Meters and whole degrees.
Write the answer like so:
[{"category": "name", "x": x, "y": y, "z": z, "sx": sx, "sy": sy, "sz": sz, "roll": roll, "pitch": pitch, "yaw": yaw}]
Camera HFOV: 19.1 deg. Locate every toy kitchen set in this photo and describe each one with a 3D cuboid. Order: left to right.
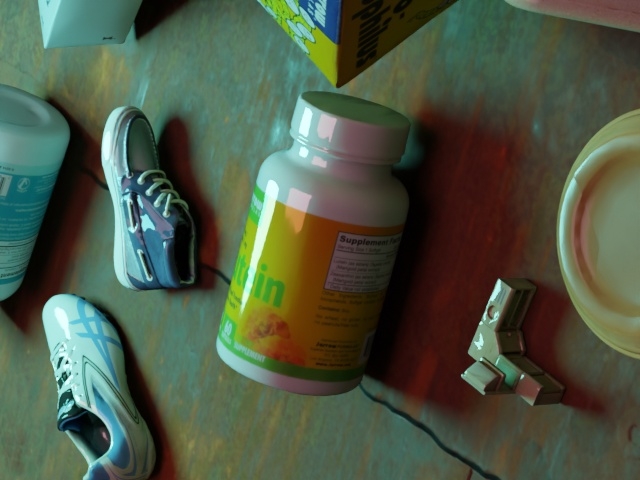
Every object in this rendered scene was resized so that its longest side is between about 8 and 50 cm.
[{"category": "toy kitchen set", "x": 0.157, "y": 0.083, "z": 1.547, "sx": 0.083, "sy": 0.068, "sz": 0.075, "roll": 39, "pitch": 118, "yaw": 41}]

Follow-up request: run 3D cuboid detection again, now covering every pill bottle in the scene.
[{"category": "pill bottle", "x": -0.379, "y": -0.032, "z": 2.096, "sx": 0.146, "sy": 0.146, "sz": 0.264, "roll": 43, "pitch": 120, "yaw": 40}, {"category": "pill bottle", "x": 0.000, "y": 0.000, "z": 1.674, "sx": 0.136, "sy": 0.136, "sz": 0.245, "roll": 30, "pitch": 112, "yaw": 44}]

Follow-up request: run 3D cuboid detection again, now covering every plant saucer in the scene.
[{"category": "plant saucer", "x": 0.253, "y": -0.005, "z": 1.463, "sx": 0.200, "sy": 0.037, "sz": 0.200, "roll": 1, "pitch": 91, "yaw": 48}]

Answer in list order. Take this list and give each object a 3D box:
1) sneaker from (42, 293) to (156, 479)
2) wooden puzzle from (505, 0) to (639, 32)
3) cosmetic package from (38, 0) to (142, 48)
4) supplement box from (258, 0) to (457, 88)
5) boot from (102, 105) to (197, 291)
[{"category": "sneaker", "x": -0.246, "y": 0.152, "z": 1.992, "sx": 0.085, "sy": 0.086, "sz": 0.237, "roll": -52, "pitch": 52, "yaw": 37}, {"category": "wooden puzzle", "x": 0.296, "y": -0.283, "z": 1.269, "sx": 0.348, "sy": 0.080, "sz": 0.322, "roll": 14, "pitch": 108, "yaw": 19}, {"category": "cosmetic package", "x": -0.221, "y": -0.384, "z": 1.842, "sx": 0.377, "sy": 0.097, "sz": 0.284, "roll": 133, "pitch": 128, "yaw": -68}, {"category": "supplement box", "x": -0.024, "y": -0.337, "z": 1.532, "sx": 0.356, "sy": 0.195, "sz": 0.194, "roll": 49, "pitch": 166, "yaw": 14}, {"category": "boot", "x": -0.165, "y": -0.043, "z": 1.923, "sx": 0.086, "sy": 0.069, "sz": 0.190, "roll": -1, "pitch": 97, "yaw": 42}]
